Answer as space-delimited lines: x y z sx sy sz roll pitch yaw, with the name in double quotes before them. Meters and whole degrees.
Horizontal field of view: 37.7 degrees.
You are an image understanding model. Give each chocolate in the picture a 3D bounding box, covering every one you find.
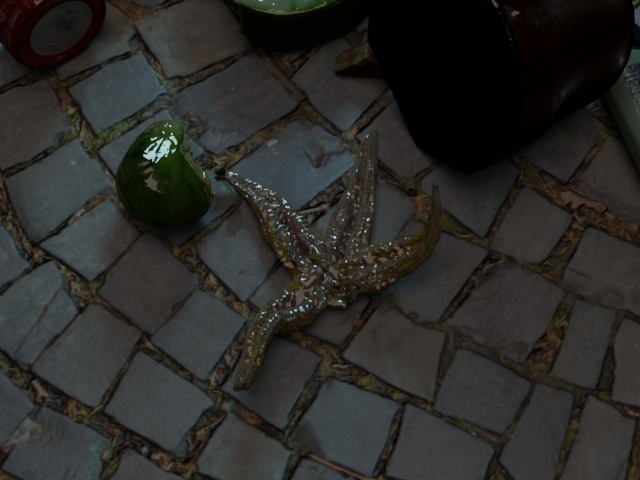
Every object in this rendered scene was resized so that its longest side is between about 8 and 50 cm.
"chocolate" 0.315 -0.341 1.507 0.331 0.383 0.383 -27 71 -25

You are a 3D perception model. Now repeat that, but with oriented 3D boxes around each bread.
"bread" 0.080 -0.314 1.628 0.109 0.062 0.043 4 69 -1
"bread" -0.062 -0.517 1.668 0.366 0.129 0.381 18 72 6

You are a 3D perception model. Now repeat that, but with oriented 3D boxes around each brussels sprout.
"brussels sprout" -0.259 -0.102 1.515 0.146 0.131 0.183 -24 69 -13

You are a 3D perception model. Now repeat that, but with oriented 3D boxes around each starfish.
"starfish" 0.005 0.004 1.479 0.398 0.132 0.383 -24 63 7

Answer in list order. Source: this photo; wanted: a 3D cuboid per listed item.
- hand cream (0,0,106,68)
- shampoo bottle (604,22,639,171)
"hand cream" -0.474 -0.398 1.596 0.193 0.193 0.125 -38 76 -12
"shampoo bottle" 0.570 -0.202 1.573 0.134 0.078 0.359 -15 70 -9
